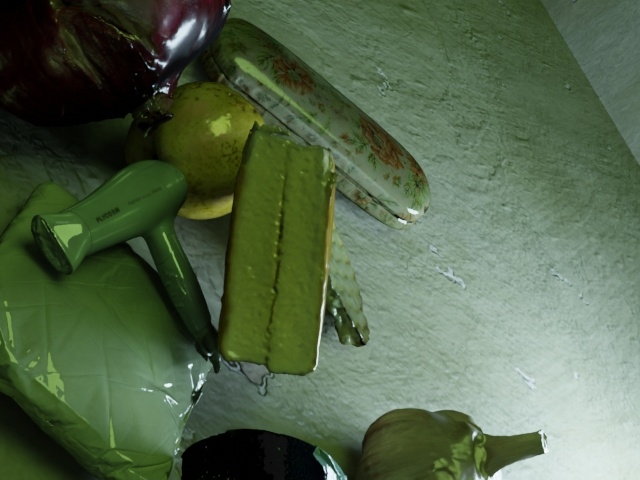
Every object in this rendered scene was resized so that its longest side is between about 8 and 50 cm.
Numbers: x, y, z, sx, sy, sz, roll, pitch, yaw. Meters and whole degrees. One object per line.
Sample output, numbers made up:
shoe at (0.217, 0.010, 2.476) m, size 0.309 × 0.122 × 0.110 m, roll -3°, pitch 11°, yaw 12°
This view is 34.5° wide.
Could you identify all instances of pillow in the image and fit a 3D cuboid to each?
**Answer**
pillow at (-0.228, 0.098, 1.028) m, size 0.274 × 0.076 × 0.281 m, roll 46°, pitch 27°, yaw -18°

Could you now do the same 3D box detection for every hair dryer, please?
hair dryer at (-0.171, 0.045, 1.055) m, size 0.237 × 0.075 × 0.206 m, roll 60°, pitch 30°, yaw -9°

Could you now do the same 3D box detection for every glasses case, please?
glasses case at (0.001, -0.173, 1.557) m, size 0.425 × 0.098 × 0.156 m, roll 38°, pitch 30°, yaw -20°

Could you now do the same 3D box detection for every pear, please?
pear at (-0.152, -0.108, 1.261) m, size 0.178 × 0.178 × 0.178 m, roll 32°, pitch 37°, yaw -28°

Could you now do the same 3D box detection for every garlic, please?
garlic at (0.168, 0.274, 1.216) m, size 0.218 × 0.212 × 0.218 m, roll 39°, pitch 30°, yaw -28°

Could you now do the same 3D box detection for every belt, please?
belt at (-0.049, 0.258, 1.014) m, size 0.198 × 0.151 × 0.078 m, roll 43°, pitch 30°, yaw -39°

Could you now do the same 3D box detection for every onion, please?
onion at (-0.229, -0.234, 1.153) m, size 0.232 × 0.314 × 0.314 m, roll 56°, pitch 30°, yaw -17°

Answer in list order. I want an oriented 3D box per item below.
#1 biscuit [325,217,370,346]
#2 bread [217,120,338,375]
biscuit at (0.000, 0.000, 1.374) m, size 0.187 × 0.036 × 0.273 m, roll -74°, pitch 141°, yaw -68°
bread at (-0.045, 0.013, 1.123) m, size 0.111 × 0.239 × 0.246 m, roll 7°, pitch 87°, yaw -3°
